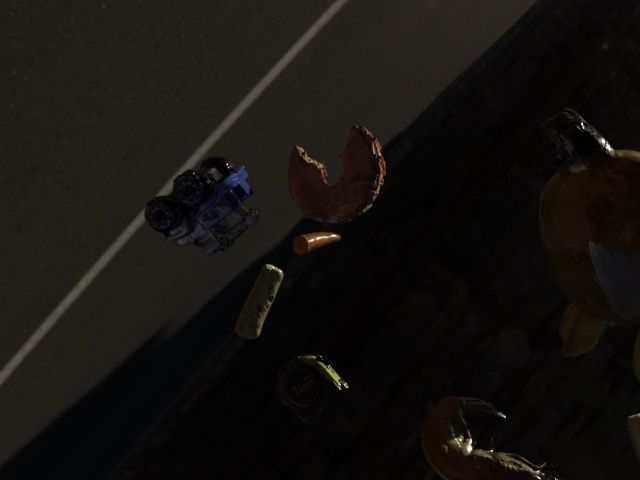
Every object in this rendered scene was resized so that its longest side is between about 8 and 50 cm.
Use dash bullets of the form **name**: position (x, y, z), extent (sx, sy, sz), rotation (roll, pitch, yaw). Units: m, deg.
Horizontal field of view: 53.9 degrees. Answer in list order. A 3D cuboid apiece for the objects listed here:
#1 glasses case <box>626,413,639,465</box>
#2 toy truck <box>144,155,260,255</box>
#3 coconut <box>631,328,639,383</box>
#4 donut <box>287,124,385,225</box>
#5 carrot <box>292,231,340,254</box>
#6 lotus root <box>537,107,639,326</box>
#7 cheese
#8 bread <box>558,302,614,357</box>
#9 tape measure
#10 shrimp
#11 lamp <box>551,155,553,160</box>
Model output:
- **glasses case**: position (0.526, 0.363, 0.964), extent (0.049, 0.193, 0.074), rotation (-25, 157, 19)
- **toy truck**: position (-0.233, -0.062, 1.300), extent (0.213, 0.177, 0.161), rotation (-35, -171, 28)
- **coconut**: position (0.951, 0.301, 1.443), extent (0.415, 0.415, 0.344), rotation (-60, 174, 28)
- **donut**: position (0.040, -0.133, 1.376), extent (0.233, 0.199, 0.085), rotation (-12, 172, 29)
- **carrot**: position (0.000, 0.000, 1.982), extent (0.210, 0.061, 0.061), rotation (-14, 141, -52)
- **lotus root**: position (0.366, -0.028, 0.799), extent (0.183, 0.310, 0.183), rotation (-25, -157, 11)
- **cheese**: position (-0.153, 0.153, 1.561), extent (0.194, 0.065, 0.043), rotation (-67, -158, -2)
- **bread**: position (0.563, 0.160, 1.324), extent (0.160, 0.088, 0.233), rotation (-66, 165, 14)
- **tape measure**: position (-0.035, 0.443, 1.957), extent (0.199, 0.186, 0.112), rotation (-42, 170, 3)
- **shrimp**: position (0.318, 0.359, 1.083), extent (0.058, 0.296, 0.169), rotation (102, 5, -51)
- **lamp**: position (0.554, -0.188, 1.360), extent (0.107, 0.108, 0.092), rotation (-8, 111, -70)
